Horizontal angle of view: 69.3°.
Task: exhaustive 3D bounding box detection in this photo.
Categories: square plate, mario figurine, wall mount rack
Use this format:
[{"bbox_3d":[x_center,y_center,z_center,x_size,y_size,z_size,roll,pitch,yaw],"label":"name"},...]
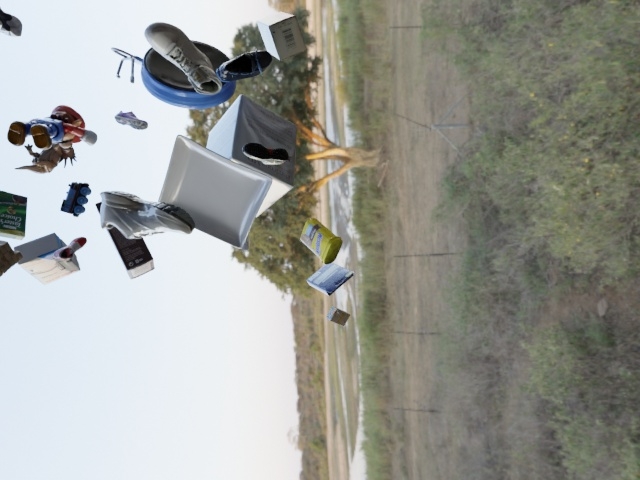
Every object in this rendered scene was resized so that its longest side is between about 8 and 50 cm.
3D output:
[{"bbox_3d":[-0.381,-0.167,1.645,0.344,0.348,0.049,-60,10,35],"label":"square plate"},{"bbox_3d":[-0.927,-0.360,1.619,0.198,0.170,0.320,42,-163,-13],"label":"mario figurine"},{"bbox_3d":[-0.745,-0.710,2.030,0.304,0.350,0.130,28,99,50],"label":"wall mount rack"}]

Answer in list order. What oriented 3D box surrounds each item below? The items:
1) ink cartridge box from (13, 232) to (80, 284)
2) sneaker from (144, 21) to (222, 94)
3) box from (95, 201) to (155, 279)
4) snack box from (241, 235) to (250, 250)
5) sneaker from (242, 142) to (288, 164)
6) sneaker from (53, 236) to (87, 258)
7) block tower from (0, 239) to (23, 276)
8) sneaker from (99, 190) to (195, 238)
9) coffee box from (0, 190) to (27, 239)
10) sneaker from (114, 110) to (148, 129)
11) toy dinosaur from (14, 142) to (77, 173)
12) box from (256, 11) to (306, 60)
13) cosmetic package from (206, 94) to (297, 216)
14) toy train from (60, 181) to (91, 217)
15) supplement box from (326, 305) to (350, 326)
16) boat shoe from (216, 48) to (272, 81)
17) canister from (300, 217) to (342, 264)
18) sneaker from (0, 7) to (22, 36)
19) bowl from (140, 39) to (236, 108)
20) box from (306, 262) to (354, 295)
[{"bbox_3d":[-1.033,0.073,1.763,0.085,0.148,0.203,60,164,22],"label":"ink cartridge box"},{"bbox_3d":[-0.447,-0.606,1.570,0.169,0.108,0.293,58,-161,24],"label":"sneaker"},{"bbox_3d":[-0.979,-0.014,2.330,0.381,0.143,0.191,59,156,8],"label":"box"},{"bbox_3d":[-0.391,-0.029,2.364,0.100,0.037,0.141,-100,3,-66],"label":"snack box"},{"bbox_3d":[-0.191,-0.279,1.544,0.075,0.161,0.057,-31,62,54],"label":"sneaker"},{"bbox_3d":[-0.843,0.027,1.578,0.118,0.067,0.042,-42,-60,-35],"label":"sneaker"},{"bbox_3d":[-1.094,0.124,1.422,0.335,0.091,0.097,-64,-21,-46],"label":"block tower"},{"bbox_3d":[-0.514,-0.059,1.372,0.111,0.297,0.129,-26,-49,-78],"label":"sneaker"},{"bbox_3d":[-1.210,-0.098,1.802,0.113,0.040,0.184,19,-127,-49],"label":"coffee box"},{"bbox_3d":[-0.880,-0.572,2.165,0.068,0.170,0.071,88,-157,-66],"label":"sneaker"},{"bbox_3d":[-1.290,-0.393,2.219,0.295,0.127,0.200,-53,-11,-22],"label":"toy dinosaur"},{"bbox_3d":[-0.171,-0.890,2.008,0.232,0.127,0.148,-123,10,-54],"label":"box"},{"bbox_3d":[-0.337,-0.389,2.193,0.327,0.330,0.393,-33,46,42],"label":"cosmetic package"},{"bbox_3d":[-1.220,-0.210,2.312,0.080,0.105,0.184,-160,88,-73],"label":"toy train"},{"bbox_3d":[0.079,0.336,2.052,0.036,0.098,0.062,29,88,48],"label":"supplement box"},{"bbox_3d":[-0.284,-0.687,1.829,0.089,0.258,0.109,-6,120,55],"label":"boat shoe"},{"bbox_3d":[0.000,0.000,1.918,0.170,0.073,0.126,42,125,34],"label":"canister"},{"bbox_3d":[-1.207,-0.810,1.643,0.235,0.153,0.093,2,-87,-84],"label":"sneaker"},{"bbox_3d":[-0.546,-0.707,1.937,0.077,0.392,0.390,112,159,-52],"label":"bowl"},{"bbox_3d":[0.045,0.160,1.926,0.036,0.136,0.225,57,164,-21],"label":"box"}]
